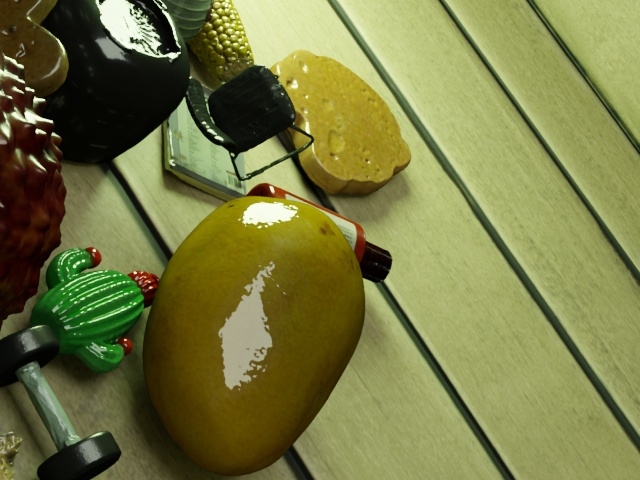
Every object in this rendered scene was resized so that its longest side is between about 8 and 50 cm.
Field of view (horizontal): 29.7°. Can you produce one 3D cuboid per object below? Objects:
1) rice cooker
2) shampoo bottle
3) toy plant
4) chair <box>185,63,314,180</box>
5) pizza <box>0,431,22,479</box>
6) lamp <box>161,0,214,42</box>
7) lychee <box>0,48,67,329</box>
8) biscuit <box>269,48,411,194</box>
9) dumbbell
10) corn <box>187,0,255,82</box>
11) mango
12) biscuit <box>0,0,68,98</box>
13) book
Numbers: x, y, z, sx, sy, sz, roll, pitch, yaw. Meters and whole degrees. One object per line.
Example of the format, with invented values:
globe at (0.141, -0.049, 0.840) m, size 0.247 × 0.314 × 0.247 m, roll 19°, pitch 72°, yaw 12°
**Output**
rice cooker at (-0.331, -0.262, 1.778) m, size 0.267 × 0.224 × 0.267 m, roll 28°, pitch 39°, yaw -26°
shampoo bottle at (0.000, 0.000, 1.996) m, size 0.278 × 0.104 × 0.104 m, roll 23°, pitch 43°, yaw -31°
toy plant at (-0.300, 0.078, 1.614) m, size 0.155 × 0.088 × 0.240 m, roll 40°, pitch 31°, yaw -15°
chair at (-0.118, -0.203, 1.911) m, size 0.140 × 0.145 × 0.221 m, roll 60°, pitch 4°, yaw 13°
pizza at (-0.374, 0.330, 1.300) m, size 0.323 × 0.089 × 0.223 m, roll 52°, pitch 41°, yaw 0°
lamp at (-0.292, -0.421, 1.967) m, size 0.265 × 0.233 × 0.233 m, roll 41°, pitch 36°, yaw -20°
lychee at (-0.488, -0.064, 1.248) m, size 0.500 × 0.425 × 0.424 m, roll 22°, pitch 40°, yaw -62°
biscuit at (0.024, -0.220, 2.268) m, size 0.312 × 0.057 × 0.351 m, roll 48°, pitch 34°, yaw -2°
dumbbell at (-0.327, 0.203, 1.457) m, size 0.100 × 0.100 × 0.191 m, roll -18°, pitch 72°, yaw -53°
corn at (-0.216, -0.425, 2.147) m, size 0.119 × 0.119 × 0.321 m, roll -16°, pitch 71°, yaw -52°
mango at (-0.093, 0.126, 1.681) m, size 0.300 × 0.232 × 0.445 m, roll 41°, pitch 45°, yaw -21°
biscuit at (-0.485, -0.348, 1.645) m, size 0.368 × 0.076 × 0.394 m, roll 10°, pitch 61°, yaw 5°
book at (-0.196, -0.172, 2.018) m, size 0.157 × 0.026 × 0.231 m, roll 25°, pitch 42°, yaw -35°
